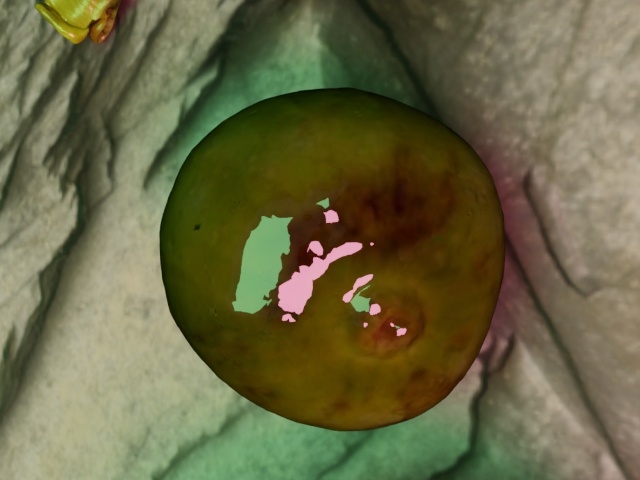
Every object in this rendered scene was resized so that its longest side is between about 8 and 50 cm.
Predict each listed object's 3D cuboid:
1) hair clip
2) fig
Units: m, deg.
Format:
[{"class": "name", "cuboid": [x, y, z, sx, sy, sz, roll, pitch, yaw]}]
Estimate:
[{"class": "hair clip", "cuboid": [-0.141, -0.222, 0.716, 0.072, 0.046, 0.173, 43, 113, 7]}, {"class": "fig", "cuboid": [0.000, 0.000, 0.602, 0.225, 0.202, 0.203, 41, 116, 58]}]
